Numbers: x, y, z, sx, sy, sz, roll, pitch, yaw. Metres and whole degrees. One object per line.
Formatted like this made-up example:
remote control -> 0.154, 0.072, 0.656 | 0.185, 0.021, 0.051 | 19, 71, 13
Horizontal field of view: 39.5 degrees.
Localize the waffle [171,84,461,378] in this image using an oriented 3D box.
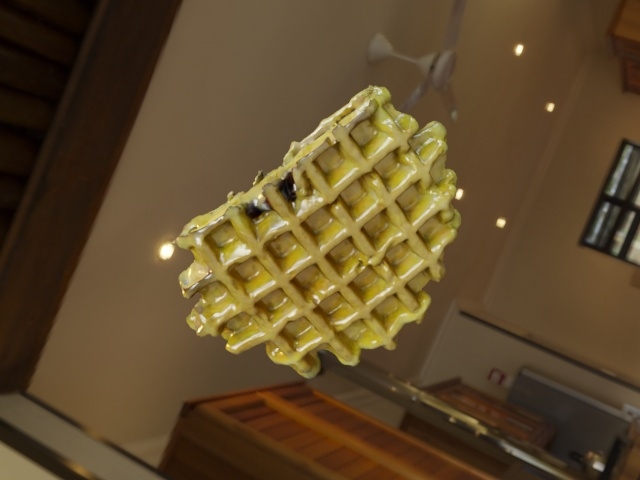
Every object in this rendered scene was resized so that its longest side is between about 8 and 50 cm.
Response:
waffle -> 0.001, 0.001, 0.866 | 0.065, 0.284, 0.309 | -121, 39, -68
